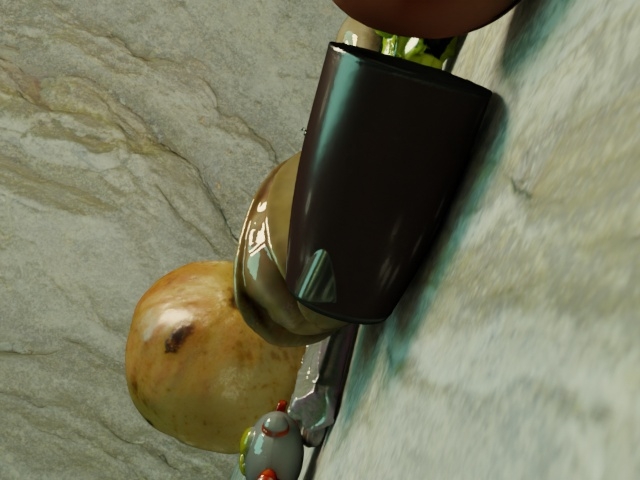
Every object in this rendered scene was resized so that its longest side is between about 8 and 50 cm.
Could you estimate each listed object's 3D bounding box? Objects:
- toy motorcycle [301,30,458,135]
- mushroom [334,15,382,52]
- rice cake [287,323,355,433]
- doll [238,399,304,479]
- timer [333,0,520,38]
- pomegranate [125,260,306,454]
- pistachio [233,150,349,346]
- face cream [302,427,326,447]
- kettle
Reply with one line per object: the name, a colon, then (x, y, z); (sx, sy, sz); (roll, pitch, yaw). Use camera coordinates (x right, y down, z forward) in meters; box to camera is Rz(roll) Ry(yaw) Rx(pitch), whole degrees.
toy motorcycle: (0.091, -0.206, 1.123); (0.206, 0.142, 0.342); (33, 104, 49)
mushroom: (0.121, -0.355, 1.560); (0.226, 0.178, 0.226); (-29, -56, -54)
rice cake: (0.016, 0.122, 0.975); (0.055, 0.049, 0.270); (-41, 18, 34)
doll: (-0.058, 0.276, 0.881); (0.245, 0.076, 0.142); (-87, 3, -50)
timer: (0.095, -0.295, 0.671); (0.229, 0.230, 0.214); (122, 159, -79)
pomegranate: (-0.162, 0.206, 1.318); (0.342, 0.343, 0.342); (-159, 90, -88)
pistachio: (0.000, 0.000, 0.898); (0.162, 0.181, 0.293); (-29, 23, 41)
face cream: (-0.009, 0.229, 0.946); (0.083, 0.021, 0.040); (116, 171, -71)
kettle: (0.051, -0.047, 0.717); (0.202, 0.144, 0.232); (-27, -42, -65)
